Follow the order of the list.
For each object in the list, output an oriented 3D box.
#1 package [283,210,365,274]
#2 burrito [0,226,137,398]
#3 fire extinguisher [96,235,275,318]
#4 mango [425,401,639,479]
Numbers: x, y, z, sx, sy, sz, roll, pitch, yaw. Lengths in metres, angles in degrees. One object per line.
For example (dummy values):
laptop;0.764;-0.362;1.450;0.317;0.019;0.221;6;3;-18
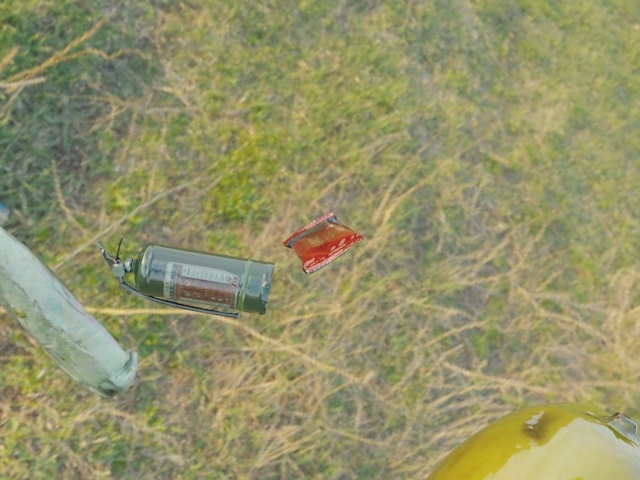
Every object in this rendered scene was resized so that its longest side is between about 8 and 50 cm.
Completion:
package;0.000;0.000;1.149;0.022;0.083;0.200;62;-4;-14
burrito;-0.315;0.052;0.976;0.309;0.096;0.066;47;64;-6
fire extinguisher;-0.228;0.059;1.501;0.295;0.118;0.093;9;30;-3
mango;0.136;0.327;0.711;0.445;0.221;0.301;-50;141;-18
